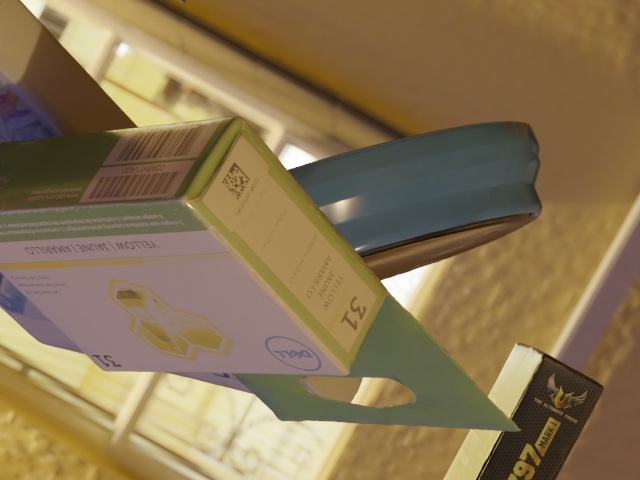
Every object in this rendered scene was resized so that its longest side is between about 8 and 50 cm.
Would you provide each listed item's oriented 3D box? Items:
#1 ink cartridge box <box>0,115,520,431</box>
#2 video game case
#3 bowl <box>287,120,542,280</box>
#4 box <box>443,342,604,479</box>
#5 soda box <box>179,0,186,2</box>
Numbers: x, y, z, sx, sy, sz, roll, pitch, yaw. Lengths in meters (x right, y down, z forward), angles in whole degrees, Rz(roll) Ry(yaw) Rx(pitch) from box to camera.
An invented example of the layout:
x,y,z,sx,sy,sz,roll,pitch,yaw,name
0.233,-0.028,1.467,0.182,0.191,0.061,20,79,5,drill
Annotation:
x,y,z,sx,sy,sz,roll,pitch,yaw,name
-0.038,0.041,0.764,0.171,0.056,0.235,-3,138,44,ink cartridge box
-0.169,-0.023,0.932,0.300,0.036,0.329,8,148,45,video game case
0.000,0.000,1.350,0.391,0.391,0.077,5,-113,-76,bowl
0.153,0.179,1.347,0.059,0.183,0.232,29,180,2,box
-0.183,-0.253,1.303,0.181,0.061,0.058,18,166,-2,soda box
